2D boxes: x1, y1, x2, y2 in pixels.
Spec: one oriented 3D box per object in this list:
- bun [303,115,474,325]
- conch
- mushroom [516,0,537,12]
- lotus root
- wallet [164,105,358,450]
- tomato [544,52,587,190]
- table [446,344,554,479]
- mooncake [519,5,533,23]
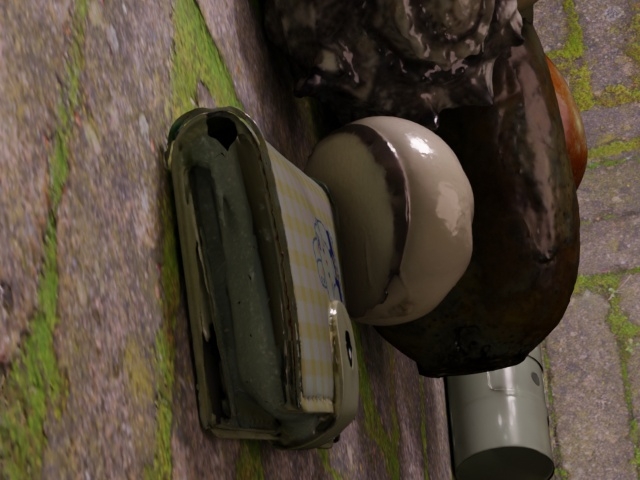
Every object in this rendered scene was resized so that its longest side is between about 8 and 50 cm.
[{"bbox_3d":[0.063,-0.016,1.387,0.120,0.173,0.173,-2,78,-34],"label":"bun"},{"bbox_3d":[0.062,-0.229,1.453,0.186,0.240,0.313,144,-78,-87],"label":"conch"},{"bbox_3d":[0.146,-0.364,1.650,0.353,0.353,0.325,39,42,-73],"label":"mushroom"},{"bbox_3d":[0.135,-0.040,1.669,0.250,0.250,0.346,12,71,-78],"label":"lotus root"},{"bbox_3d":[-0.025,0.037,1.195,0.309,0.077,0.223,34,43,-76],"label":"wallet"},{"bbox_3d":[0.167,-0.124,1.910,0.270,0.222,0.270,61,-7,14],"label":"tomato"},{"bbox_3d":[0.223,0.197,2.138,0.126,0.126,0.220,65,19,-51],"label":"table"},{"bbox_3d":[0.153,-0.407,2.193,0.356,0.194,0.356,-12,90,-75],"label":"mooncake"}]
